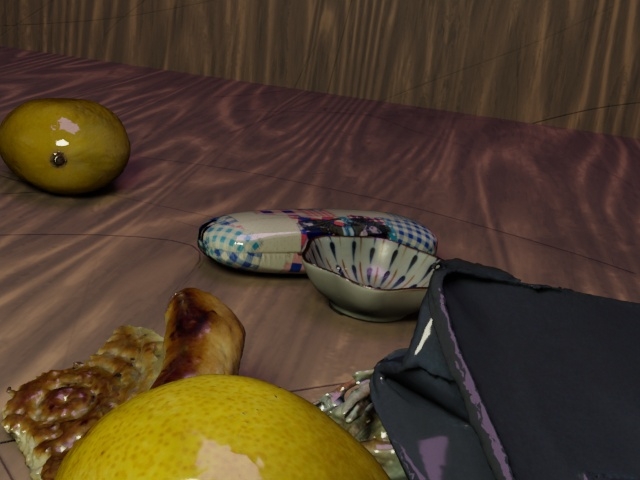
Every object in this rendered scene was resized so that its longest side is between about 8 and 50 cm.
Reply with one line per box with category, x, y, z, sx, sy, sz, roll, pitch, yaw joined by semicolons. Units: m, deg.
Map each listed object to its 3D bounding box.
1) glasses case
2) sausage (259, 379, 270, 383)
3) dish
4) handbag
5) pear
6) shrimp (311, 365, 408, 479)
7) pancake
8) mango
glasses case;0.000;0.000;1.374;0.328;0.076;0.125;0;16;-26
sausage;-0.130;0.140;0.947;0.198;0.025;0.028;2;3;-20
dish;0.062;0.053;1.248;0.191;0.066;0.190;9;18;-3
handbag;0.204;0.156;0.618;0.326;0.118;0.269;10;38;-26
pear;-0.056;0.170;0.563;0.209;0.208;0.209;7;17;-2
shrimp;0.096;0.136;0.792;0.372;0.172;0.137;3;15;-8
pancake;-0.143;0.118;0.832;0.212;0.056;0.257;-27;28;-19
mango;-0.403;-0.153;1.630;0.195;0.142;0.332;6;9;-20
